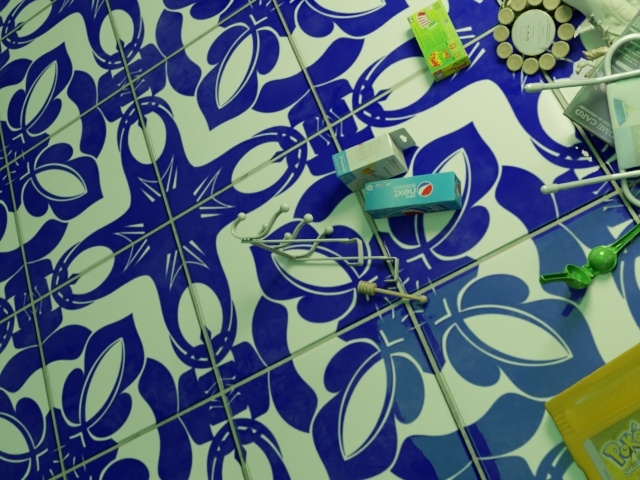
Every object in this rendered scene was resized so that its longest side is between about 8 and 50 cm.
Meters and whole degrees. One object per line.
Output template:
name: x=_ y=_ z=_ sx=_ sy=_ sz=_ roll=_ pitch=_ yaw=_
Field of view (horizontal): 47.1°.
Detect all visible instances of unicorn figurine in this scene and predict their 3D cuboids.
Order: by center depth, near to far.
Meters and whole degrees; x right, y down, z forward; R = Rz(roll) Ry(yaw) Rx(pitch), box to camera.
unicorn figurine: x=0.603 y=-0.328 z=1.537 sx=0.111 sy=0.060 sz=0.162 roll=-14 pitch=105 yaw=51

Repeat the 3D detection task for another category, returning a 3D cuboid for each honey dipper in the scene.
honey dipper: x=0.161 y=0.116 z=1.634 sx=0.161 sy=0.030 sz=0.030 roll=9 pitch=77 yaw=26

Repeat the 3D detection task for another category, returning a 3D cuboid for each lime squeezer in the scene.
lime squeezer: x=0.536 y=0.033 z=1.446 sx=0.310 sy=0.110 sz=0.059 roll=-26 pitch=41 yaw=-18

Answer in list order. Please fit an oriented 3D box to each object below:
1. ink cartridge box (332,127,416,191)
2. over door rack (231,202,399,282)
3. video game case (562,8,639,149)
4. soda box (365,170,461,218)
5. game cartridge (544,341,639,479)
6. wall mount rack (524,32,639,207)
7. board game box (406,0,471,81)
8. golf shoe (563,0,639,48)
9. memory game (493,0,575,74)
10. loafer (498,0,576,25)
ink cartridge box: x=0.132 y=-0.186 z=1.703 sx=0.181 sy=0.104 sz=0.061 roll=-21 pitch=66 yaw=19
over door rack: x=0.000 y=0.000 z=1.632 sx=0.324 sy=0.239 sz=0.108 roll=11 pitch=84 yaw=29
video game case: x=0.651 y=-0.314 z=1.470 sx=0.196 sy=0.026 sz=0.274 roll=38 pitch=110 yaw=14
soda box: x=0.209 y=-0.101 z=1.660 sx=0.210 sy=0.067 sz=0.071 roll=-6 pitch=71 yaw=24
game cartridge: x=0.575 y=0.363 z=1.271 sx=0.285 sy=0.053 sz=0.323 roll=-49 pitch=56 yaw=37
wall mount rack: x=0.574 y=-0.223 z=1.428 sx=0.304 sy=0.130 sz=0.350 roll=-9 pitch=92 yaw=23
board game box: x=0.284 y=-0.481 z=1.764 sx=0.092 sy=0.043 sz=0.181 roll=-26 pitch=64 yaw=17
golf shoe: x=0.627 y=-0.441 z=1.523 sx=0.306 sy=0.115 sz=0.140 roll=30 pitch=99 yaw=15
memory game: x=0.475 y=-0.465 z=1.638 sx=0.186 sy=0.012 sz=0.186 roll=9 pitch=105 yaw=34
loafer: x=0.523 y=-0.556 z=1.648 sx=0.251 sy=0.087 sz=0.094 roll=-12 pitch=68 yaw=22
